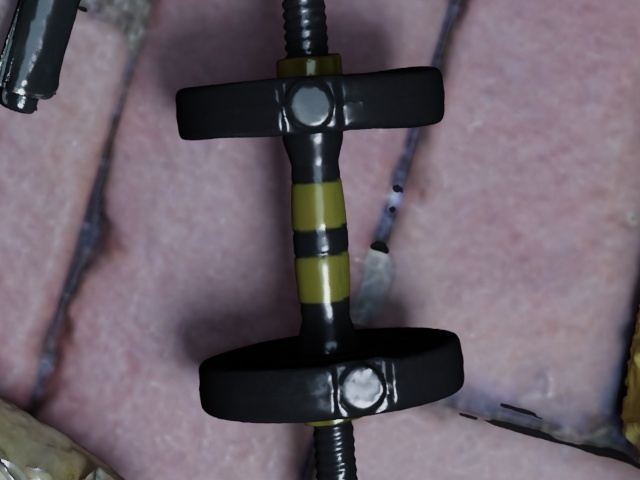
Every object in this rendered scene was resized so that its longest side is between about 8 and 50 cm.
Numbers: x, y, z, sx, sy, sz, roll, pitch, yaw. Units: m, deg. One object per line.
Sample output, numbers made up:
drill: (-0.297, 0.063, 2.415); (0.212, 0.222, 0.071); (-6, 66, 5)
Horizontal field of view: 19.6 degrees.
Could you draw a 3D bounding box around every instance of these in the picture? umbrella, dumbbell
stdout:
umbrella: (-0.145, -0.133, 1.006); (0.036, 0.031, 0.133); (18, 92, -8)
dumbbell: (0.000, 0.000, 0.981); (0.143, 0.143, 0.325); (-5, 94, -9)

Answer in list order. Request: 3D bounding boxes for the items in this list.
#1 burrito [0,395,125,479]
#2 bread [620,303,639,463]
burrito: (-0.250, 0.119, 0.967); (0.348, 0.107, 0.175); (28, 96, -7)
bread: (0.282, 0.080, 1.028); (0.204, 0.162, 0.262); (9, 70, -8)
